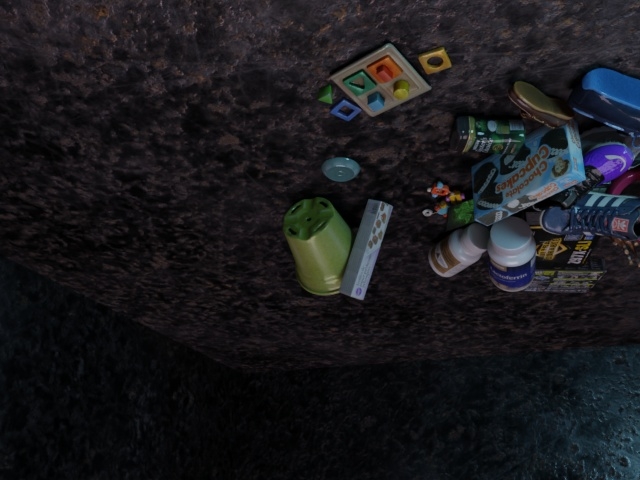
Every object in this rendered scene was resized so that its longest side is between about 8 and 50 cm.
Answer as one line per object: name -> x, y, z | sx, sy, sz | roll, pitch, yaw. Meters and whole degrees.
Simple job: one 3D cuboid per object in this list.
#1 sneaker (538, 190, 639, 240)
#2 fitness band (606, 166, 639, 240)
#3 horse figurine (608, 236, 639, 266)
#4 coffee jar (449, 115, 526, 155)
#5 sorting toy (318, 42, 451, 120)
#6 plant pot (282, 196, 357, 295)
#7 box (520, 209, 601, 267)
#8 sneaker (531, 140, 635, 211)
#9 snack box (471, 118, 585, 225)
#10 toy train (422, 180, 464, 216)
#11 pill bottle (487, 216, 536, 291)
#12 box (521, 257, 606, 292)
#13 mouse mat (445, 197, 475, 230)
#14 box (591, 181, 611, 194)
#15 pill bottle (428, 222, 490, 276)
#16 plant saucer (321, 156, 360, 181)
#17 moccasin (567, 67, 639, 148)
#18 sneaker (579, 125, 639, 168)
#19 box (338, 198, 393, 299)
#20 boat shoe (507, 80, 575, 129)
sneaker -> 0.800, -0.061, 1.690 | 0.349, 0.148, 0.131 | -4, 112, 6
fitness band -> 0.975, -0.100, 1.779 | 0.290, 0.054, 0.209 | 16, 110, -7
horse figurine -> 0.966, -0.020, 1.946 | 0.066, 0.175, 0.263 | -26, 144, 21
coffee jar -> 0.437, -0.276, 1.597 | 0.184, 0.079, 0.096 | 4, 153, 0
sorting toy -> 0.147, -0.374, 1.470 | 0.347, 0.047, 0.196 | -20, 145, 37
plant pot -> 0.000, 0.000, 2.031 | 0.275, 0.276, 0.254 | -8, 139, 21
box -> 0.812, -0.002, 2.098 | 0.256, 0.079, 0.322 | -3, 152, 8
sneaker -> 0.674, -0.147, 1.588 | 0.102, 0.146, 0.293 | 44, 145, -13
snack box -> 0.552, -0.184, 1.644 | 0.060, 0.187, 0.322 | 22, 147, -28
toy train -> 0.385, -0.137, 1.919 | 0.125, 0.046, 0.166 | 6, 150, -3
pill bottle -> 0.627, 0.045, 1.991 | 0.153, 0.153, 0.265 | -5, 146, 16
box -> 0.942, 0.136, 2.373 | 0.269, 0.060, 0.216 | 0, 152, 5
mouse mat -> 0.482, -0.091, 1.973 | 0.152, 0.007, 0.190 | -19, 154, 1
box -> 0.742, -0.158, 1.796 | 0.180, 0.078, 0.147 | -2, 153, 9
pill bottle -> 0.494, 0.032, 2.138 | 0.131, 0.131, 0.229 | 14, 151, -20
plant saucer -> 0.060, -0.209, 1.833 | 0.119, 0.021, 0.119 | 2, 153, 1
moccasin -> 0.759, -0.314, 1.465 | 0.341, 0.138, 0.117 | 24, 154, -9
sneaker -> 0.781, -0.237, 1.594 | 0.281, 0.115, 0.105 | -13, 149, 29
box -> 0.147, 0.028, 1.969 | 0.063, 0.324, 0.067 | 19, 177, -41
boat shoe -> 0.533, -0.325, 1.497 | 0.206, 0.073, 0.073 | 18, 148, -26
